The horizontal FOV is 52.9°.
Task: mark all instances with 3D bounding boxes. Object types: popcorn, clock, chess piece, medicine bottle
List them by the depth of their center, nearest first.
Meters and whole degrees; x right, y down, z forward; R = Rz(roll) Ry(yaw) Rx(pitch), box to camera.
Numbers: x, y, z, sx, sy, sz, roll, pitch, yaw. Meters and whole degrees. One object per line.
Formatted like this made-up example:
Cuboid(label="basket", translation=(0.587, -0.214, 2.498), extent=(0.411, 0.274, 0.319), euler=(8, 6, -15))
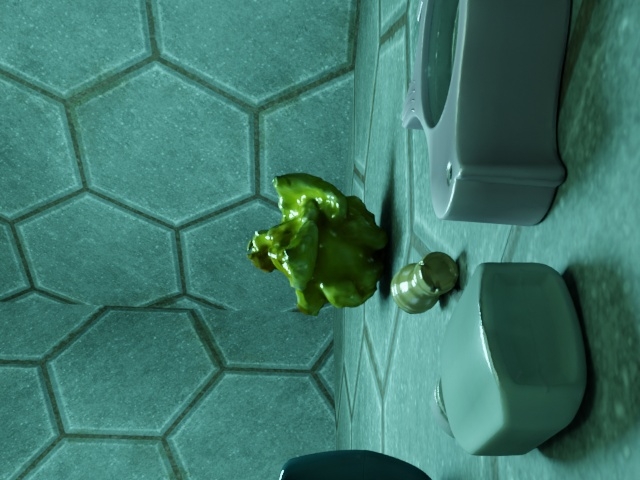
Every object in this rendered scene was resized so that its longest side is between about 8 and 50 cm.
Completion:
Cuboid(label="medicine bottle", translation=(0.132, 0.100, 0.491), extent=(0.183, 0.069, 0.119), euler=(97, 171, -59))
Cuboid(label="clock", translation=(0.134, -0.140, 0.592), extent=(0.290, 0.080, 0.276), euler=(99, 173, -82))
Cuboid(label="chess piece", translation=(0.132, 0.052, 0.804), extent=(0.122, 0.066, 0.066), euler=(121, 152, -74))
Cuboid(label="popcorn", translation=(0.007, -0.003, 1.406), extent=(0.326, 0.289, 0.321), euler=(70, 160, 1))

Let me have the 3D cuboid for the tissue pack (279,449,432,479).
Cuboid(label="tissue pack", translation=(0.055, 0.394, 0.738), extent=(0.198, 0.205, 0.288), euler=(75, -164, -63))
